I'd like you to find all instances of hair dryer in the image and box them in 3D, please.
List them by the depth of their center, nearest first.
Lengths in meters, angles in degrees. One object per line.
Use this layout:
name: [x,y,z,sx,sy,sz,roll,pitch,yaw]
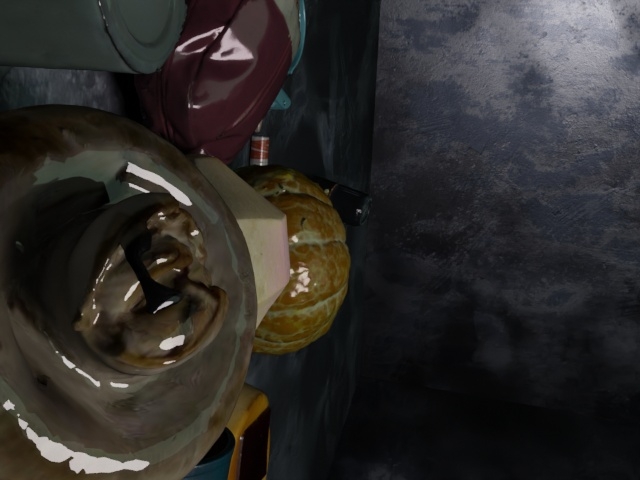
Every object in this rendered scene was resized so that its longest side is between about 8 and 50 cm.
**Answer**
hair dryer: [0.000,0.000,1.859,0.352,0.189,0.107,-66,163,-12]

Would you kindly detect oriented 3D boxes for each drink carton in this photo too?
drink carton: [-0.236,-0.232,0.566,0.185,0.189,0.191,75,24,-48]

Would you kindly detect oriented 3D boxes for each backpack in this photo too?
backpack: [-0.149,-0.262,0.924,0.283,0.197,0.317,68,42,-66]

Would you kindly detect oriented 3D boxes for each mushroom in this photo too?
mushroom: [-0.188,0.054,0.566,0.362,0.294,0.362,22,60,-46]

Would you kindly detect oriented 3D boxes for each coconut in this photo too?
coconut: [-0.169,0.009,0.863,0.259,0.259,0.259,7,90,-78]

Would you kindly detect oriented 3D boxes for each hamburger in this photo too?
hamburger: [-0.195,0.372,1.115,0.300,0.176,0.300,7,90,-76]

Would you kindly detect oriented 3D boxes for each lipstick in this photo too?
lipstick: [-0.133,-0.160,1.409,0.038,0.038,0.130,-36,132,-74]

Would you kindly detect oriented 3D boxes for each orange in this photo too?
orange: [-0.083,0.031,1.126,0.329,0.249,0.329,44,-38,49]

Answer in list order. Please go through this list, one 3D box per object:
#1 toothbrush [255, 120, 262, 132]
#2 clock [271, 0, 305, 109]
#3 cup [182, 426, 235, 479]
toothbrush: [-0.123,-0.409,1.334,0.037,0.028,0.375,-38,134,-65]
clock: [-0.101,-0.401,1.220,0.223,0.094,0.274,38,63,-68]
cup: [-0.243,0.360,0.731,0.308,0.242,0.292,-41,140,-88]
